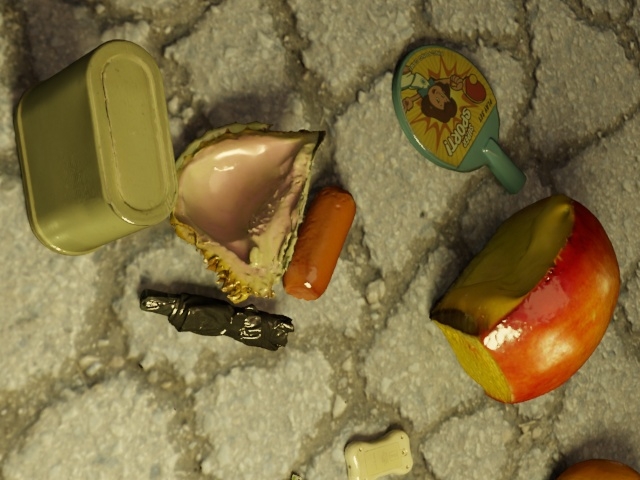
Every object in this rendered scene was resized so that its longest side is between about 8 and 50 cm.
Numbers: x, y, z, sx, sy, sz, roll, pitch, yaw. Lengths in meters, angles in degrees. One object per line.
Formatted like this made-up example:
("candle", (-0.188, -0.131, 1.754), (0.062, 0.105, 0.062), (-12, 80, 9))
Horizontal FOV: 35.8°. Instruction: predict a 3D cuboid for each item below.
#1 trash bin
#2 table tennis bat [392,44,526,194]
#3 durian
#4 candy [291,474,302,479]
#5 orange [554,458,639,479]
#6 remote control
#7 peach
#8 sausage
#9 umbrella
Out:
("trash bin", (-0.288, -0.114, 1.265), (0.121, 0.247, 0.243), (-7, 86, -36))
("table tennis bat", (0.254, -0.207, 1.765), (0.329, 0.044, 0.215), (44, 61, -19))
("durian", (-0.126, -0.062, 1.431), (0.195, 0.185, 0.305), (21, 66, -10))
("candy", (-0.058, 0.383, 1.481), (0.083, 0.020, 0.030), (-32, 101, -31))
("orange", (0.502, 0.503, 1.747), (0.240, 0.171, 0.240), (5, 81, -32))
("remote control", (0.093, 0.347, 1.580), (0.122, 0.032, 0.074), (-7, 87, -35))
("peach", (0.356, 0.112, 1.637), (0.380, 0.306, 0.242), (-42, 99, -36))
("sausage", (0.000, 0.000, 1.544), (0.076, 0.076, 0.198), (34, 65, -25))
("umbrella", (-0.153, 0.114, 1.436), (0.235, 0.059, 0.066), (15, 118, -28))
